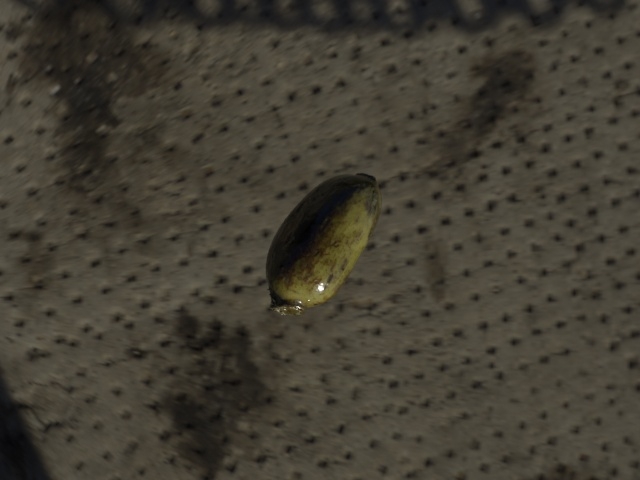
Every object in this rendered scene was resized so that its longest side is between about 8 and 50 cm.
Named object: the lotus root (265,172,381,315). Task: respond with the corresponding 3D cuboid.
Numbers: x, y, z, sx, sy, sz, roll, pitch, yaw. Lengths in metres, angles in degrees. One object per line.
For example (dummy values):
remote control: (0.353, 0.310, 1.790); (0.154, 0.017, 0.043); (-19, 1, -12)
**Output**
lotus root: (0.000, 0.000, 1.654); (0.179, 0.089, 0.080); (-59, 145, -12)
